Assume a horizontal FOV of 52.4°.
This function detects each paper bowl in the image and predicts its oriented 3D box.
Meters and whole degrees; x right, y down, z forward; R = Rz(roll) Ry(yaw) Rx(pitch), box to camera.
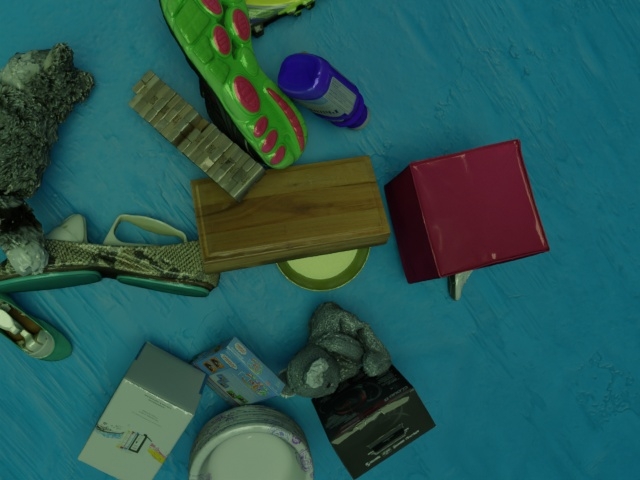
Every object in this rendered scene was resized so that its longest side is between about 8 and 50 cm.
[{"bbox_3d":[-0.163,0.516,1.514,0.284,0.148,0.284,-2,107,-8],"label":"paper bowl"}]

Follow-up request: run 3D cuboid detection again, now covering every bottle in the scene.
[{"bbox_3d":[0.022,-0.311,1.408,0.118,0.283,0.092,15,88,29],"label":"bottle"}]

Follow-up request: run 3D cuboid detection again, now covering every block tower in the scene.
[{"bbox_3d":[-0.264,-0.217,1.394,0.335,0.097,0.091,42,88,13],"label":"block tower"}]

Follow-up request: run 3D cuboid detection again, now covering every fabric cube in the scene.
[{"bbox_3d":[0.316,-0.056,1.462,0.259,0.258,0.254,-12,84,-8],"label":"fabric cube"}]

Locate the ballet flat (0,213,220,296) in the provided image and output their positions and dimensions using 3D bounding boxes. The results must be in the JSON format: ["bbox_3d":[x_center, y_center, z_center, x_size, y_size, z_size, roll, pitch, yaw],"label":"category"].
[{"bbox_3d":[-0.464,0.030,1.433,0.483,0.164,0.182,2,75,-16],"label":"ballet flat"}]

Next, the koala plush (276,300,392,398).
[{"bbox_3d":[0.003,0.272,1.475,0.221,0.196,0.203,-37,96,-36],"label":"koala plush"}]

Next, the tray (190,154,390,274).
[{"bbox_3d":[-0.069,-0.063,1.449,0.411,0.076,0.203,-10,67,-9],"label":"tray"}]

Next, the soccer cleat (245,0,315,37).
[{"bbox_3d":[-0.098,-0.547,1.444,0.289,0.093,0.121,-29,98,-5],"label":"soccer cleat"}]

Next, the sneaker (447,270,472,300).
[{"bbox_3d":[0.353,0.076,1.612,0.061,0.054,0.152,4,95,-13],"label":"sneaker"}]

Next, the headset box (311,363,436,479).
[{"bbox_3d":[0.115,0.398,1.486,0.218,0.293,0.110,-32,100,-6],"label":"headset box"}]

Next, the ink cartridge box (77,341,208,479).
[{"bbox_3d":[-0.387,0.386,1.435,0.168,0.171,0.232,31,106,-9],"label":"ink cartridge box"}]

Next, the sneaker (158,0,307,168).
[{"bbox_3d":[-0.213,-0.357,1.380,0.185,0.202,0.483,-38,112,-30],"label":"sneaker"}]

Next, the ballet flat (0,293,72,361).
[{"bbox_3d":[-0.648,0.198,1.409,0.083,0.087,0.247,-43,117,-2],"label":"ballet flat"}]

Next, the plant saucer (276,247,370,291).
[{"bbox_3d":[0.000,0.000,1.551,0.241,0.037,0.241,-1,96,-10],"label":"plant saucer"}]

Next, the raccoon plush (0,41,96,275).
[{"bbox_3d":[-0.560,-0.184,1.338,0.299,0.216,0.446,-28,93,-9],"label":"raccoon plush"}]

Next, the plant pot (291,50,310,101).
[{"bbox_3d":[-0.042,-0.380,1.481,0.081,0.081,0.083,-23,88,-6],"label":"plant pot"}]

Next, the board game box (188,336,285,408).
[{"bbox_3d":[-0.196,0.306,1.476,0.160,0.211,0.039,46,51,-12],"label":"board game box"}]
